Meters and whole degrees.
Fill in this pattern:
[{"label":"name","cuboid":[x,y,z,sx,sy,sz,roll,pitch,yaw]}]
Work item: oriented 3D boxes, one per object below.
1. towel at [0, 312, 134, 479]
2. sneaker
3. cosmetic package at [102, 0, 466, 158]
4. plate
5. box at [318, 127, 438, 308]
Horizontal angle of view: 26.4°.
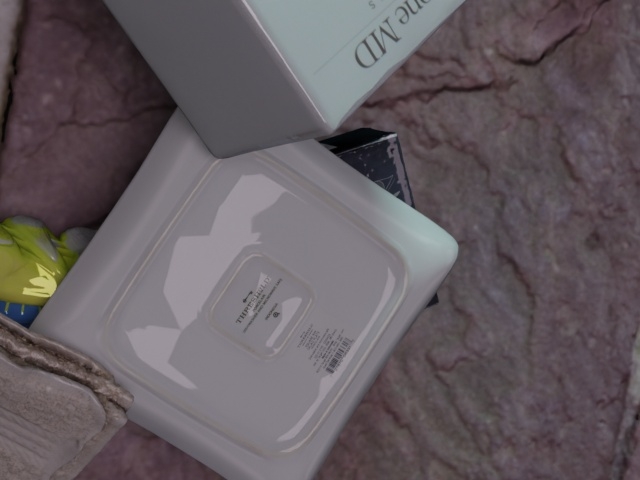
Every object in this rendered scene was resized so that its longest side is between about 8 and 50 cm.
[{"label":"towel","cuboid":[-0.301,0.111,1.049,0.282,0.049,0.187,28,131,-15]},{"label":"sneaker","cuboid":[-0.235,0.049,1.120,0.240,0.091,0.126,22,109,-22]},{"label":"cosmetic package","cuboid":[-0.091,-0.308,0.953,0.230,0.161,0.453,-47,112,-28]},{"label":"plate","cuboid":[-0.052,0.049,1.097,0.278,0.045,0.277,35,87,-21]},{"label":"box","cuboid":[0.000,0.000,1.179,0.156,0.093,0.158,-18,103,-15]}]
